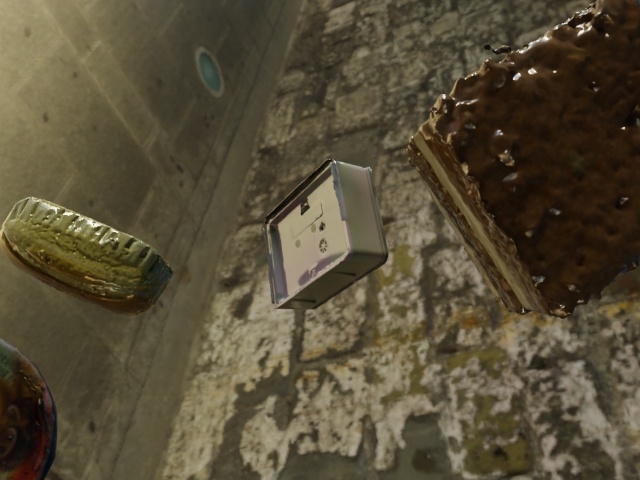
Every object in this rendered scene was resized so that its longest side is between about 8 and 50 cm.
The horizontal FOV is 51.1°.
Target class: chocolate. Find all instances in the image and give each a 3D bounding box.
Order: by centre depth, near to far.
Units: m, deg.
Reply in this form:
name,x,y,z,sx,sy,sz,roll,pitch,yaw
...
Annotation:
name,x,y,z,sx,sy,sz,roll,pitch,yaw
chocolate,-0.356,0.184,0.621,0.221,0.147,0.222,6,79,-29

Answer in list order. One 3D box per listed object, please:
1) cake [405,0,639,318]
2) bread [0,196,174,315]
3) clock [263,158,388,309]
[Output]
name,x,y,z,sx,sy,sz,roll,pitch,yaw
cake,0.273,-0.078,0.778,0.282,0.255,0.290,59,3,9
bread,-0.339,0.029,0.964,0.140,0.236,0.106,92,20,-70
clock,0.000,0.000,0.906,0.071,0.192,0.147,7,61,-32
